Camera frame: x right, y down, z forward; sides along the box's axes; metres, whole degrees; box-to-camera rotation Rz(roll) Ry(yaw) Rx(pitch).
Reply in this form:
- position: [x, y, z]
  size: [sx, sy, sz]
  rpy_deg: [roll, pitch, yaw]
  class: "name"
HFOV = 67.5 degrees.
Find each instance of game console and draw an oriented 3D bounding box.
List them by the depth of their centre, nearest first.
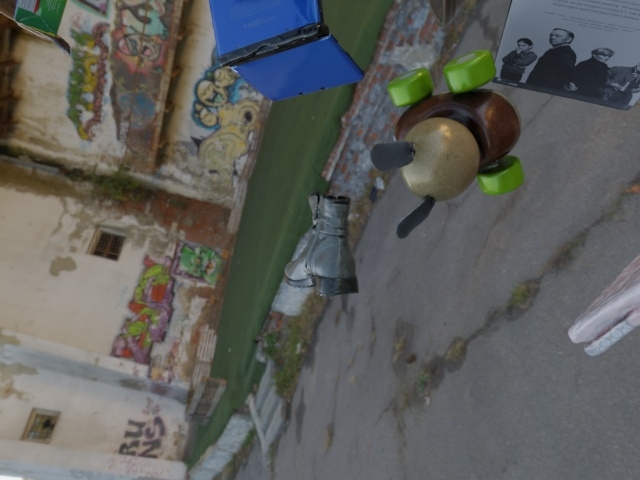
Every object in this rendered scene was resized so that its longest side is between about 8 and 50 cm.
- position: [-0.075, -0.458, 1.054]
  size: [0.293, 0.173, 0.250]
  rpy_deg: [0, 102, 36]
  class: "game console"

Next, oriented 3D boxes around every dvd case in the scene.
- position: [0.293, -0.225, 0.520]
  size: [0.239, 0.179, 0.030]
  rpy_deg: [48, -118, -73]
  class: "dvd case"

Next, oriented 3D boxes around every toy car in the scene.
- position: [0.116, -0.089, 0.520]
  size: [0.149, 0.155, 0.188]
  rpy_deg: [0, 35, 47]
  class: "toy car"

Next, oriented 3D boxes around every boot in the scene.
- position: [0.000, 0.000, 0.802]
  size: [0.246, 0.083, 0.161]
  rpy_deg: [180, 87, -69]
  class: "boot"

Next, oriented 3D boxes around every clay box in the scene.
- position: [-0.337, -0.386, 0.607]
  size: [0.127, 0.053, 0.222]
  rpy_deg: [-41, 51, 40]
  class: "clay box"

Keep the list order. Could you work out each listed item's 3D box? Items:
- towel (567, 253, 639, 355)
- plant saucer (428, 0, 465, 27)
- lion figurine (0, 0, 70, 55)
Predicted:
- position: [0.469, -0.020, 0.552]
  size: [0.053, 0.332, 0.317]
  rpy_deg: [47, 153, 20]
  class: "towel"
- position: [0.146, -0.427, 0.625]
  size: [0.278, 0.041, 0.278]
  rpy_deg: [-14, -90, -76]
  class: "plant saucer"
- position: [-0.499, -0.506, 0.729]
  size: [0.240, 0.142, 0.392]
  rpy_deg: [-1, -99, -62]
  class: "lion figurine"
